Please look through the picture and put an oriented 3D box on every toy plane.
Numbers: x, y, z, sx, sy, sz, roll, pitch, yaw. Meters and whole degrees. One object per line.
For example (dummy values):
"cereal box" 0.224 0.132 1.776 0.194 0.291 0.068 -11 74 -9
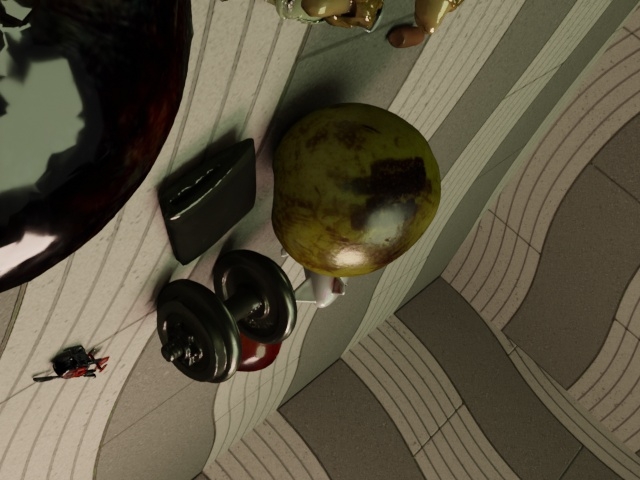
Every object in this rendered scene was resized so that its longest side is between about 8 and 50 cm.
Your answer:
"toy plane" 0.004 0.000 1.426 0.118 0.252 0.252 8 131 -32
"toy plane" -0.381 0.198 1.205 0.060 0.037 0.145 -46 164 15

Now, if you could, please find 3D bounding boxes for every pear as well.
"pear" 0.053 -0.077 1.201 0.283 0.283 0.283 -42 164 -15

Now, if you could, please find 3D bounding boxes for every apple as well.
"apple" -0.158 0.183 1.553 0.147 0.156 0.158 -14 116 -62

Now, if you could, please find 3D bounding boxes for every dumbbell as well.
"dumbbell" -0.161 0.127 1.316 0.290 0.192 0.192 -31 159 -44

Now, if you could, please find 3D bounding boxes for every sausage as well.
"sausage" 0.142 -0.334 1.252 0.083 0.034 0.034 -28 156 -52

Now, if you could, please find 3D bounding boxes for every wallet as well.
"wallet" -0.162 -0.051 1.140 0.168 0.052 0.245 -41 168 -17

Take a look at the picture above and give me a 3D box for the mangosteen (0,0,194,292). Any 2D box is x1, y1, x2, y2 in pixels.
"mangosteen" -0.228 -0.109 0.379 0.330 0.330 0.330 -42 164 -15

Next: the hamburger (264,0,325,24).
"hamburger" -0.007 -0.309 0.868 0.133 0.062 0.140 -49 167 14

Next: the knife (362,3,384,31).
"knife" 0.056 -0.306 0.918 0.044 0.023 0.162 -51 -150 34

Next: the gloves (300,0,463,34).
"gloves" 0.102 -0.349 0.777 0.356 0.203 0.155 -49 -162 -16
